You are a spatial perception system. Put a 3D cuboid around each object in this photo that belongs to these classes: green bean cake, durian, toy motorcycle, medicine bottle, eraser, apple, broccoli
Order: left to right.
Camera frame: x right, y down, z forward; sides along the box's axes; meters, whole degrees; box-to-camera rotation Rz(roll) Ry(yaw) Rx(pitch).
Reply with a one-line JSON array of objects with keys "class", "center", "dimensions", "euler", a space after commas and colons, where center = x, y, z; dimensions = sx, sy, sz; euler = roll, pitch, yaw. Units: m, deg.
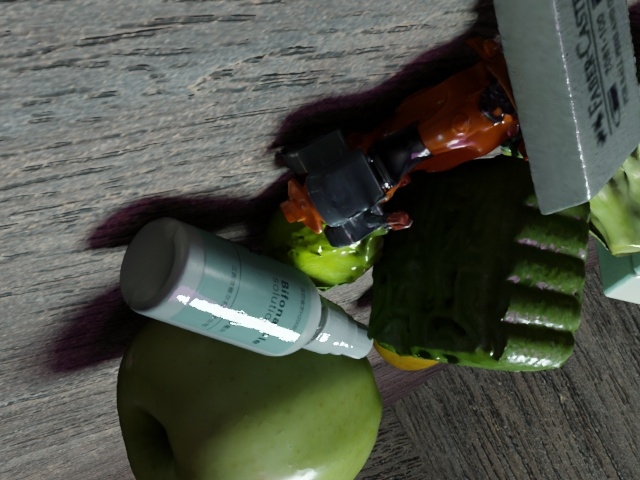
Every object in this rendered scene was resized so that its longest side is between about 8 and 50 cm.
[{"class": "apple", "center": [-0.098, 0.219, 1.502], "dimensions": [0.357, 0.357, 0.357], "euler": [-28, 165, -8]}, {"class": "medicine bottle", "center": [-0.065, 0.075, 1.296], "dimensions": [0.110, 0.110, 0.352], "euler": [-37, 141, 27]}, {"class": "durian", "center": [0.000, 0.000, 1.376], "dimensions": [0.139, 0.101, 0.250], "euler": [7, 160, -9]}, {"class": "toy motorcycle", "center": [0.114, -0.110, 1.219], "dimensions": [0.326, 0.147, 0.221], "euler": [-32, -171, -17]}, {"class": "green bean cake", "center": [0.184, 0.028, 1.334], "dimensions": [0.156, 0.246, 0.250], "euler": [12, 175, -31]}, {"class": "eraser", "center": [0.247, -0.170, 1.089], "dimensions": [0.111, 0.077, 0.352], "euler": [-48, 138, -24]}, {"class": "broccoli", "center": [0.371, -0.126, 1.517], "dimensions": [0.324, 0.272, 0.334], "euler": [12, 168, -2]}]

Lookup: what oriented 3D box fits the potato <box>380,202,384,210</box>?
[{"class": "potato", "center": [0.148, -0.006, 1.597], "dimensions": [0.165, 0.165, 0.262], "euler": [-27, 161, -11]}]

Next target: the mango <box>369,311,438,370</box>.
[{"class": "mango", "center": [0.206, 0.119, 2.109], "dimensions": [0.211, 0.173, 0.317], "euler": [-15, 148, -28]}]

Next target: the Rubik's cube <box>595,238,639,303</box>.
[{"class": "Rubik's cube", "center": [0.640, -0.081, 1.755], "dimensions": [0.319, 0.315, 0.322], "euler": [12, 146, -21]}]
